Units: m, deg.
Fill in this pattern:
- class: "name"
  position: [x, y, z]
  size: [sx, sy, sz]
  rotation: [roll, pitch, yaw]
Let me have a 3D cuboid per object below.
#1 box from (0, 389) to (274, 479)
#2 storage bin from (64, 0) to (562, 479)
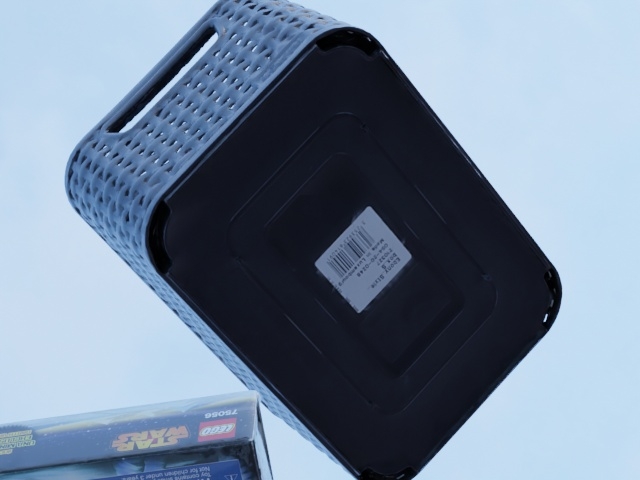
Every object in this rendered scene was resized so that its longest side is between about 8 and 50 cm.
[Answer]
- class: "box"
  position: [-0.074, 0.091, 0.468]
  size: [0.137, 0.027, 0.094]
  rotation: [-8, -66, 5]
- class: "storage bin"
  position: [0.000, 0.000, 0.782]
  size: [0.122, 0.084, 0.180]
  rotation: [-46, -56, -8]
